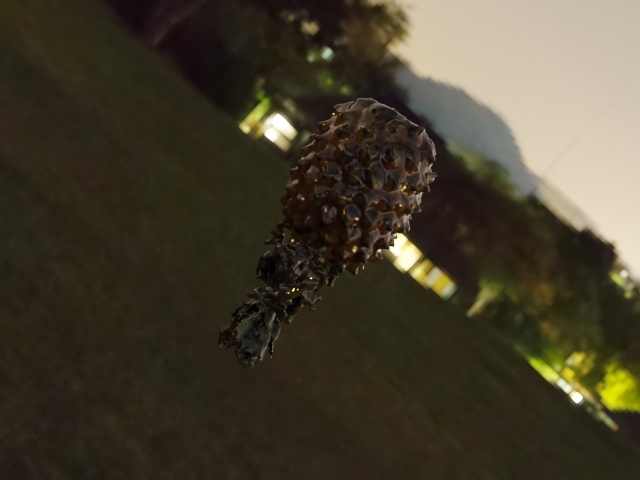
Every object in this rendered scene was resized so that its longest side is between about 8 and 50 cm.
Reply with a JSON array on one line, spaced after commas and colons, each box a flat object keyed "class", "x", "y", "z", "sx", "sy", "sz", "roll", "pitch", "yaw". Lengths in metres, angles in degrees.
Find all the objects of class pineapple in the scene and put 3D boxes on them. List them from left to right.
[{"class": "pineapple", "x": 0.000, "y": 0.000, "z": 1.625, "sx": 0.175, "sy": 0.361, "sz": 0.175, "roll": 33, "pitch": -5, "yaw": 3}]
